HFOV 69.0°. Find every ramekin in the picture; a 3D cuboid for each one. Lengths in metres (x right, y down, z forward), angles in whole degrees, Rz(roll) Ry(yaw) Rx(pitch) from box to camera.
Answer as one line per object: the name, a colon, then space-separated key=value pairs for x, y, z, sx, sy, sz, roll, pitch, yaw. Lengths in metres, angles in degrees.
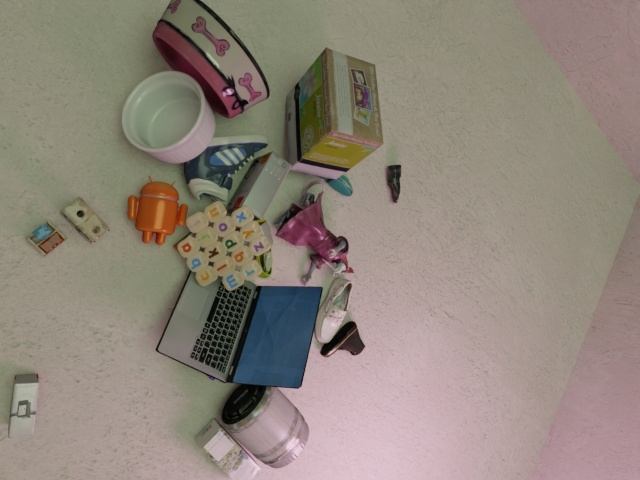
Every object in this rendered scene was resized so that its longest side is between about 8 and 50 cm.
ramekin: x=-0.472 y=-0.382 z=1.487 sx=0.276 sy=0.135 sz=0.278 roll=-3 pitch=74 yaw=11

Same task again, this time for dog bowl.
dog bowl: x=-0.358 y=-0.565 z=1.489 sx=0.150 sy=0.408 sz=0.408 roll=-47 pitch=112 yaw=-8

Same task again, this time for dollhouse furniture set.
dollhouse furniture set: x=-0.755 y=-0.020 z=1.395 sx=0.184 sy=0.129 sz=0.129 roll=-46 pitch=111 yaw=-23

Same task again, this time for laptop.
laptop: x=-0.250 y=0.253 z=1.548 sx=0.407 sy=0.236 sz=0.382 roll=34 pitch=48 yaw=-25

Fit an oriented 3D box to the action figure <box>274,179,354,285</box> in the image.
action figure: x=0.000 y=0.000 z=1.827 sx=0.370 sy=0.248 sz=0.276 roll=45 pitch=43 yaw=-21

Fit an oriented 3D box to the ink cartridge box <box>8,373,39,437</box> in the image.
ink cartridge box: x=-0.857 y=0.475 z=1.346 sx=0.063 sy=0.109 sz=0.151 roll=7 pitch=87 yaw=-33

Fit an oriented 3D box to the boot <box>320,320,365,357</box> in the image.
boot: x=0.102 y=0.448 z=1.921 sx=0.197 sy=0.076 sz=0.137 roll=-36 pitch=112 yaw=-24

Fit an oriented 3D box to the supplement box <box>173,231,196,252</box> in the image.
supplement box: x=-0.454 y=0.001 z=1.606 sx=0.098 sy=0.062 sz=0.036 roll=-44 pitch=109 yaw=-22

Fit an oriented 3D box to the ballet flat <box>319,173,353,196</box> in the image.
ballet flat: x=0.048 y=-0.272 z=1.886 sx=0.247 sy=0.083 sz=0.087 roll=30 pitch=67 yaw=-27

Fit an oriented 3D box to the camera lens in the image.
camera lens: x=-0.198 y=0.642 z=1.660 sx=0.219 sy=0.219 sz=0.274 roll=-46 pitch=111 yaw=-22

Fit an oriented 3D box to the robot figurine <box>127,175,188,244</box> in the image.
robot figurine: x=-0.531 y=-0.096 z=1.527 sx=0.157 sy=0.128 sz=0.220 roll=5 pitch=86 yaw=14

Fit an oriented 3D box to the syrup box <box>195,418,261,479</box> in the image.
syrup box: x=-0.328 y=0.758 z=1.656 sx=0.093 sy=0.096 sz=0.237 roll=-43 pitch=110 yaw=-21

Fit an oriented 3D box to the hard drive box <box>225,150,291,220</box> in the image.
hard drive box: x=-0.225 y=-0.189 z=1.671 sx=0.089 sy=0.181 sz=0.232 roll=34 pitch=73 yaw=-25

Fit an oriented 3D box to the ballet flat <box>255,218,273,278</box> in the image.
ballet flat: x=-0.207 y=0.027 z=1.739 sx=0.077 sy=0.077 sz=0.231 roll=-2 pitch=90 yaw=-32

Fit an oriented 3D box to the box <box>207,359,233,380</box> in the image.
box: x=-0.334 y=0.439 z=1.637 sx=0.137 sy=0.126 sz=0.072 roll=10 pitch=86 yaw=-30

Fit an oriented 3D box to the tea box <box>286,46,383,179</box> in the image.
tea box: x=0.041 y=-0.446 z=1.699 sx=0.219 sy=0.323 sz=0.330 roll=7 pitch=69 yaw=-30

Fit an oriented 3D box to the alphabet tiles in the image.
alphabet tiles: x=-0.321 y=0.019 z=1.559 sx=0.277 sy=0.021 sz=0.284 roll=-30 pitch=97 yaw=2

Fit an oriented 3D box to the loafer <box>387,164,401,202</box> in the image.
loafer: x=0.325 y=-0.251 z=2.066 sx=0.061 sy=0.062 sz=0.170 roll=3 pitch=96 yaw=9

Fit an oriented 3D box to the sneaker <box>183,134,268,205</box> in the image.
sneaker: x=-0.324 y=-0.249 z=1.656 sx=0.322 sy=0.130 sz=0.237 roll=-13 pitch=105 yaw=-33

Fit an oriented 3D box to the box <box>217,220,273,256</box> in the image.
box: x=-0.265 y=0.002 z=1.637 sx=0.170 sy=0.130 sz=0.091 roll=-16 pitch=98 yaw=5

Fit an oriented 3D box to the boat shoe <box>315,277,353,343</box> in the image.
boat shoe: x=0.060 y=0.283 z=1.880 sx=0.098 sy=0.096 sz=0.277 roll=24 pitch=78 yaw=-27
